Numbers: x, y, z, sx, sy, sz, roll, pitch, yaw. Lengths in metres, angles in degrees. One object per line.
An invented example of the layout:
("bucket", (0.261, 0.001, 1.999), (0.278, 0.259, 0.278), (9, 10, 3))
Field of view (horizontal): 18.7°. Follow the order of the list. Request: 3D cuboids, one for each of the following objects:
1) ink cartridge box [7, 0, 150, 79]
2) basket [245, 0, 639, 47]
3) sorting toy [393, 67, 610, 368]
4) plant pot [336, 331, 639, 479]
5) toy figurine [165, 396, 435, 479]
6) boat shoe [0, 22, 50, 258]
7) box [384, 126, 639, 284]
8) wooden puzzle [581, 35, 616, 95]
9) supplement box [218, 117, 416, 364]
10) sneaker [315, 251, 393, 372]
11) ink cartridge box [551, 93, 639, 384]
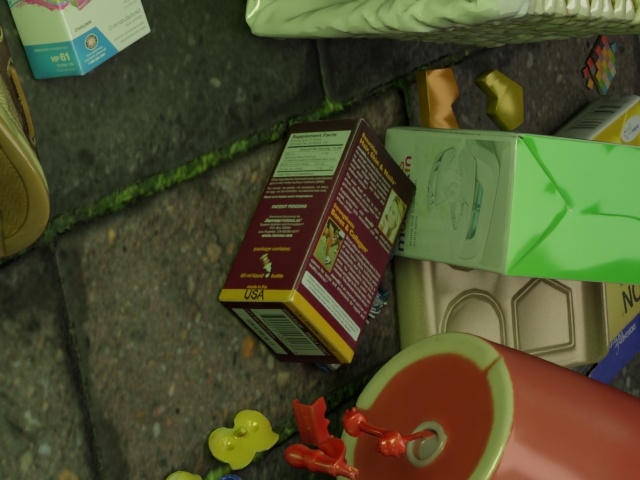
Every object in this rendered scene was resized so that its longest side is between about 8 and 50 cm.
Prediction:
("ink cartridge box", (-0.187, -0.193, 1.441), (0.088, 0.052, 0.122), (-41, 121, -46))
("basket", (0.133, -0.321, 1.604), (0.266, 0.328, 0.331), (3, 90, -37))
("sorting toy", (0.168, -0.017, 1.879), (0.229, 0.041, 0.307), (-8, 96, -27))
("plant pot", (0.163, 0.218, 1.710), (0.243, 0.275, 0.275), (34, 62, -38))
("toy figurine", (-0.046, 0.311, 1.526), (0.362, 0.191, 0.217), (-43, 128, -44))
("boat shoe", (-0.275, -0.153, 1.290), (0.123, 0.123, 0.342), (-88, 152, -61))
("box", (0.218, -0.033, 1.749), (0.262, 0.231, 0.126), (4, 92, -28))
("wooden puzzle", (0.315, -0.196, 2.170), (0.049, 0.006, 0.083), (59, 46, -35))
("supplement box", (0.000, 0.000, 1.671), (0.104, 0.081, 0.188), (49, 52, -41))
("sneaker", (0.028, 0.054, 1.729), (0.052, 0.058, 0.135), (41, 58, -46))
("ink cartridge box", (0.282, 0.040, 2.072), (0.303, 0.072, 0.307), (-38, 118, -48))
